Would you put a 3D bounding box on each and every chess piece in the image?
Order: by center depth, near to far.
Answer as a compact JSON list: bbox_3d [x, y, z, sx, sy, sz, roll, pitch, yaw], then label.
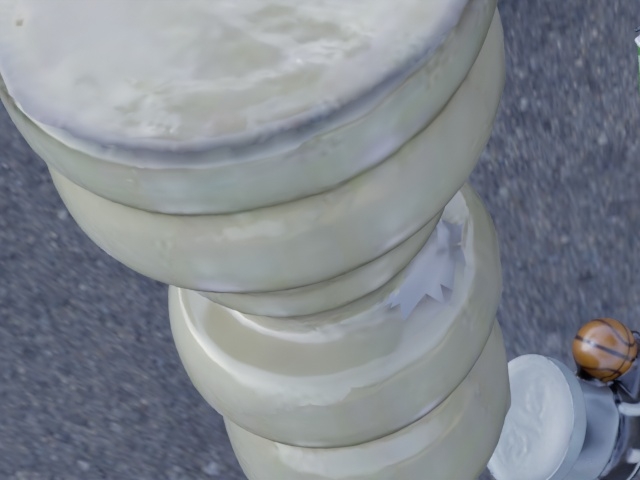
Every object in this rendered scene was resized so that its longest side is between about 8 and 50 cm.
[{"bbox_3d":[0.000,0.000,0.641,0.167,0.299,0.167,-6,52,8],"label":"chess piece"}]

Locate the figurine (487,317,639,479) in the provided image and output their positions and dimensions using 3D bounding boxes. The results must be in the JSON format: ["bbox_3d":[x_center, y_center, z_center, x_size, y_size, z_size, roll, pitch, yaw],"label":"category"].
[{"bbox_3d":[0.270,0.161,1.524,0.133,0.236,0.176,40,111,52],"label":"figurine"}]

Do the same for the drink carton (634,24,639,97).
[{"bbox_3d":[0.358,-0.102,1.183,0.161,0.108,0.271,-40,45,-26],"label":"drink carton"}]
